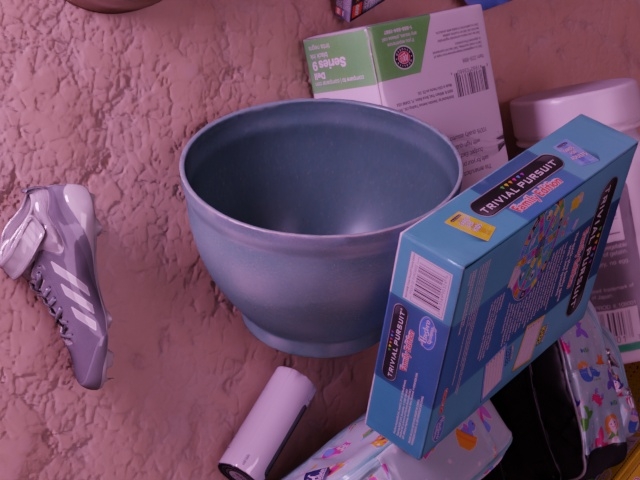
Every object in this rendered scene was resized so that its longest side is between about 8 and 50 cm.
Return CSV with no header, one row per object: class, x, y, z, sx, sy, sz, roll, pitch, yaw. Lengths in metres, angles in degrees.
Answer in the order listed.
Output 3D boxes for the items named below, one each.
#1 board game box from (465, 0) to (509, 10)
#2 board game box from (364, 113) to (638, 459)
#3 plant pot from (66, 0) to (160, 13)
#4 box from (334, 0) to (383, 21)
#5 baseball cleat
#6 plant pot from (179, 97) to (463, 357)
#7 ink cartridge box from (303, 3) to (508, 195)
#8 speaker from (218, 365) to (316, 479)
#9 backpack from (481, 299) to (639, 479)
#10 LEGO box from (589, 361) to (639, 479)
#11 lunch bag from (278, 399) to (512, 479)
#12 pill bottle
board game box,0.222,-0.382,1.783,0.168,0.033,0.133,-25,111,-36
board game box,0.193,0.042,1.406,0.336,0.079,0.254,-32,143,-42
plant pot,-0.194,-0.354,1.338,0.237,0.109,0.237,3,86,-44
box,0.060,-0.339,1.583,0.094,0.027,0.137,-37,147,-37
baseball cleat,-0.262,0.049,1.302,0.109,0.072,0.206,-5,88,-29
plant pot,0.000,0.000,1.418,0.293,0.293,0.196,-30,133,-40
ink cartridge box,0.114,-0.124,1.609,0.211,0.121,0.289,-19,101,-42
speaker,-0.059,0.208,1.484,0.055,0.055,0.136,50,57,-30
backpack,0.269,0.177,1.680,0.191,0.225,0.254,-16,87,-43
LEGO box,0.430,0.422,1.841,0.500,0.193,0.372,-40,115,-37
lunch bag,0.059,0.262,1.484,0.279,0.224,0.108,-29,93,-40
pill bottle,0.371,-0.026,1.792,0.204,0.204,0.361,-19,102,-42
